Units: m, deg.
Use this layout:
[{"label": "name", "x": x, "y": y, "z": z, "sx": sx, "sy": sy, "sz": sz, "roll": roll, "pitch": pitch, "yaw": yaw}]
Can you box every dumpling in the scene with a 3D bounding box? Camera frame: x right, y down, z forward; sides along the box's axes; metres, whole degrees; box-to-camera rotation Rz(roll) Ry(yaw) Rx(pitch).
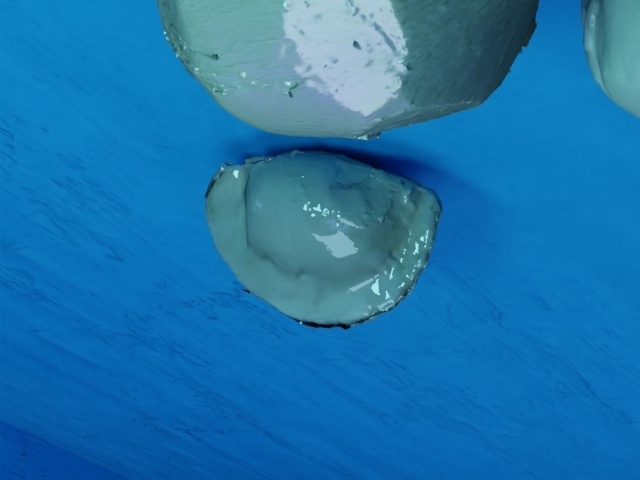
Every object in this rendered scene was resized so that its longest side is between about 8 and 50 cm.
[{"label": "dumpling", "x": 0.000, "y": 0.000, "z": 1.188, "sx": 0.247, "sy": 0.173, "sz": 0.142, "roll": 8, "pitch": -173, "yaw": 27}, {"label": "dumpling", "x": 0.224, "y": -0.146, "z": 0.813, "sx": 0.151, "sy": 0.124, "sz": 0.229, "roll": 42, "pitch": 174, "yaw": 42}]

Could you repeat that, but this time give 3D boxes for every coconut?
[{"label": "coconut", "x": 0.027, "y": -0.167, "z": 0.718, "sx": 0.230, "sy": 0.227, "sz": 0.227, "roll": 6, "pitch": 156, "yaw": 35}]
